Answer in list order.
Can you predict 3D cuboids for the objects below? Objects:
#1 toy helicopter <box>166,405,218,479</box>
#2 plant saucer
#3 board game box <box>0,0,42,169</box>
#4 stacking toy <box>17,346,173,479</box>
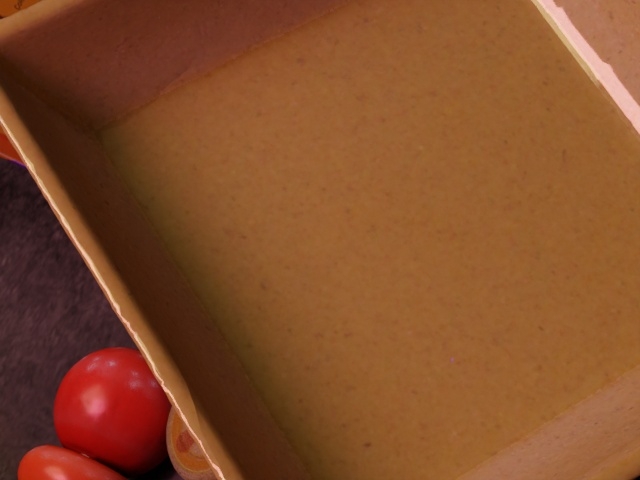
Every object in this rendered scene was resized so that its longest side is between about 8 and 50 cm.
[{"bbox_3d":[0.000,0.000,0.983,0.235,0.140,0.355,20,89,42],"label":"toy helicopter"},{"bbox_3d":[0.053,-0.021,0.735,0.332,0.081,0.333,-28,73,-17],"label":"plant saucer"},{"bbox_3d":[-0.261,-0.283,1.129,0.357,0.356,0.356,-63,17,2],"label":"board game box"},{"bbox_3d":[-0.183,0.220,0.991,0.141,0.141,0.330,4,61,47],"label":"stacking toy"}]
